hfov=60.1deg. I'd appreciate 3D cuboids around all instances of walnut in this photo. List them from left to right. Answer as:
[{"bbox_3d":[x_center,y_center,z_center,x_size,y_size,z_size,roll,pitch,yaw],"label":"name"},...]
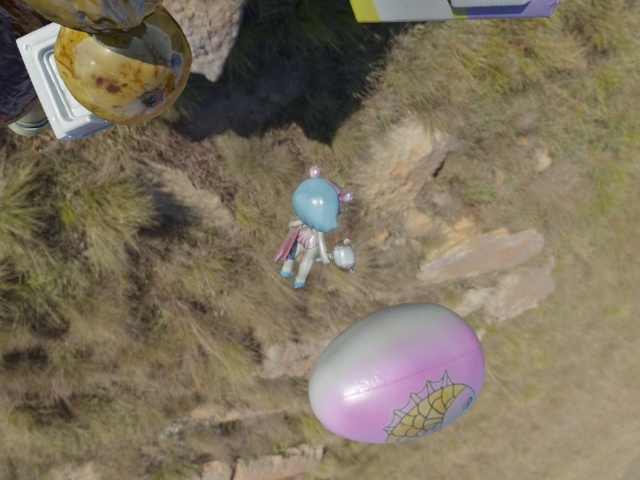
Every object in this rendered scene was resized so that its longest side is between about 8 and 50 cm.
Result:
[{"bbox_3d":[-0.295,-0.372,0.689,0.228,0.228,0.228,-17,141,-14],"label":"walnut"}]

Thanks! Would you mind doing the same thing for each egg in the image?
[{"bbox_3d":[0.110,0.193,0.807,0.271,0.196,0.196,-15,141,-14],"label":"egg"}]

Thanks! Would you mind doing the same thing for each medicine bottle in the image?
[{"bbox_3d":[-0.932,-0.468,1.750,0.151,0.151,0.322,-7,167,-26],"label":"medicine bottle"}]

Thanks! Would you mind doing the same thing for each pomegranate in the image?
[{"bbox_3d":[-0.331,-0.310,0.930,0.215,0.215,0.215,-17,141,-14],"label":"pomegranate"}]

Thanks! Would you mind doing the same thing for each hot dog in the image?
[{"bbox_3d":[-0.813,-0.441,1.358,0.267,0.174,0.387,44,122,-12],"label":"hot dog"}]

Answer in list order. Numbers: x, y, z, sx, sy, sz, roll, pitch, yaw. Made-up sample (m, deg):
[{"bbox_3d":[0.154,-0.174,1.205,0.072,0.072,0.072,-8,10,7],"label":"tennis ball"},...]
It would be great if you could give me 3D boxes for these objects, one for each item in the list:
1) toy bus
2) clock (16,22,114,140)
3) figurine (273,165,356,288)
[{"bbox_3d":[0.276,-0.575,1.096,0.439,0.249,0.209,9,150,25],"label":"toy bus"},{"bbox_3d":[-0.473,-0.354,1.146,0.262,0.116,0.231,-19,101,7],"label":"clock"},{"bbox_3d":[-0.013,-0.002,1.108,0.103,0.205,0.260,-11,136,-42],"label":"figurine"}]
